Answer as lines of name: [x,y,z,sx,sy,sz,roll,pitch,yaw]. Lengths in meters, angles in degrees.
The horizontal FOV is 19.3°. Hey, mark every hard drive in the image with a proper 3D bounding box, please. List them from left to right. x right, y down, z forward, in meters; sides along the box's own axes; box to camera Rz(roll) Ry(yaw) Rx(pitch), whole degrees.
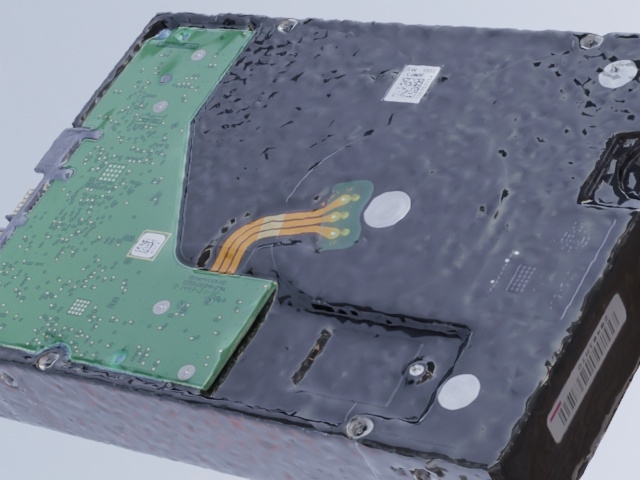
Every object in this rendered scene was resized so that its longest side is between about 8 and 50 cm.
hard drive: [0.000,0.000,0.857,0.237,0.339,0.064,-57,-43,-29]
